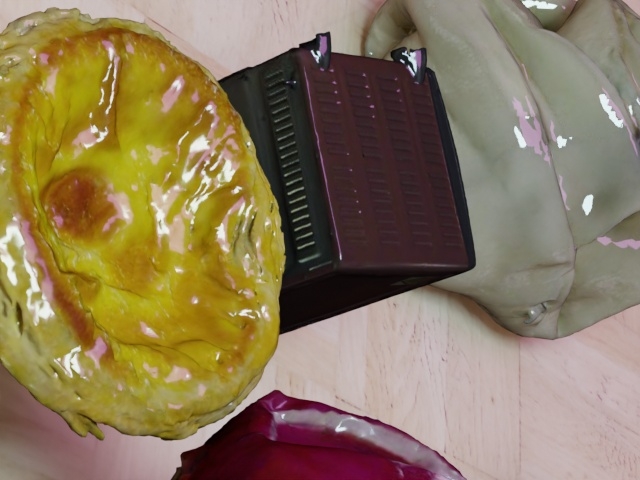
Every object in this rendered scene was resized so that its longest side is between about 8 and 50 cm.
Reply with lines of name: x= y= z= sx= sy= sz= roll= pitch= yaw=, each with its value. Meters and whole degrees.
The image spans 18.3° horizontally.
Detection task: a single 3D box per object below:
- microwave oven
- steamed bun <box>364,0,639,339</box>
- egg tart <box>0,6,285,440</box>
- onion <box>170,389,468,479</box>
microwave oven: x=-0.030 y=-0.031 z=1.507 sx=0.188 sy=0.247 sz=0.178 roll=-2 pitch=76 yaw=-50
steamed bun: x=0.215 y=-0.098 z=1.827 sx=0.368 sy=0.255 sz=0.342 roll=31 pitch=45 yaw=-39
egg tart: x=-0.143 y=-0.005 z=1.267 sx=0.295 sy=0.116 sz=0.294 roll=26 pitch=55 yaw=-43
onion: x=0.039 y=0.322 z=1.259 sx=0.420 sy=0.398 sz=0.398 roll=22 pitch=51 yaw=-10
